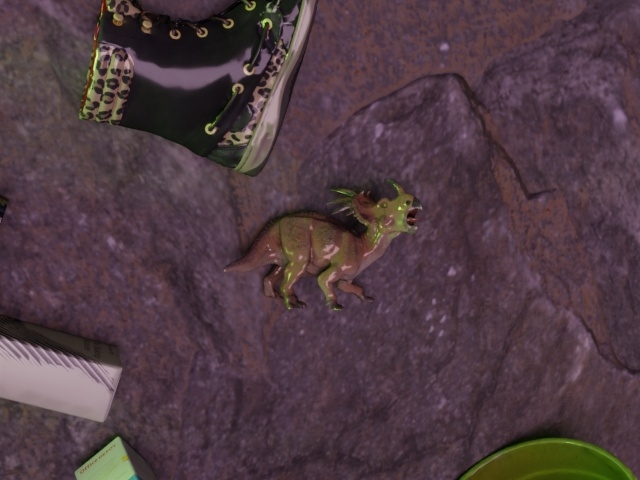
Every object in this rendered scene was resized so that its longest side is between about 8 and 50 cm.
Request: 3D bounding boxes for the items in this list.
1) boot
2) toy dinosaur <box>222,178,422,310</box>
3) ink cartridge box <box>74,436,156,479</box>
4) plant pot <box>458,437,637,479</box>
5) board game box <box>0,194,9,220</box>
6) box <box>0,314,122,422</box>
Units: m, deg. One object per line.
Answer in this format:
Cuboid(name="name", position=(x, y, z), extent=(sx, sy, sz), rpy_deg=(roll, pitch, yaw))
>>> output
Cuboid(name="boot", position=(-0.169, -0.300, 1.423), extent=(0.284, 0.138, 0.378), rpy_deg=(13, 105, -17))
Cuboid(name="toy dinosaur", position=(0.000, 0.000, 1.550), extent=(0.295, 0.127, 0.201), rpy_deg=(2, 96, -3))
Cuboid(name="ink cartridge box", position=(-0.309, 0.385, 1.554), extent=(0.092, 0.143, 0.090), rpy_deg=(-38, 127, -3))
Cuboid(name="plant pot", position=(0.419, 0.593, 1.705), extent=(0.366, 0.366, 0.353), rpy_deg=(-33, 121, -5))
Cuboid(name="board game box", position=(-0.494, 0.023, 1.409), extent=(0.048, 0.141, 0.170), rpy_deg=(22, 98, -18))
Cuboid(name="box", position=(-0.439, 0.178, 1.478), extent=(0.275, 0.113, 0.094), rpy_deg=(17, 97, -19))
